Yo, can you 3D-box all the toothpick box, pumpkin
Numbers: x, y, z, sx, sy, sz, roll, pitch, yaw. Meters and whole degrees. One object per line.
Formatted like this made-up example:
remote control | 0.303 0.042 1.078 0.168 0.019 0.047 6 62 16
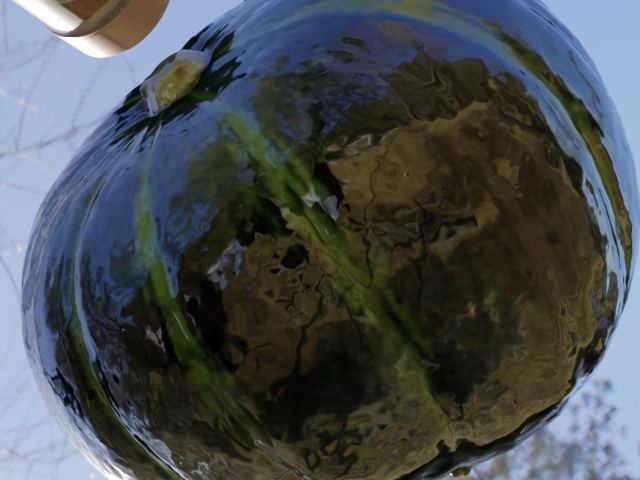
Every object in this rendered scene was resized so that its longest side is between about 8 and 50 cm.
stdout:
toothpick box | -0.181 -0.199 0.861 0.098 0.098 0.149 -45 -35 9
pumpkin | 0.000 0.000 0.650 0.323 0.323 0.241 -34 -71 -2
